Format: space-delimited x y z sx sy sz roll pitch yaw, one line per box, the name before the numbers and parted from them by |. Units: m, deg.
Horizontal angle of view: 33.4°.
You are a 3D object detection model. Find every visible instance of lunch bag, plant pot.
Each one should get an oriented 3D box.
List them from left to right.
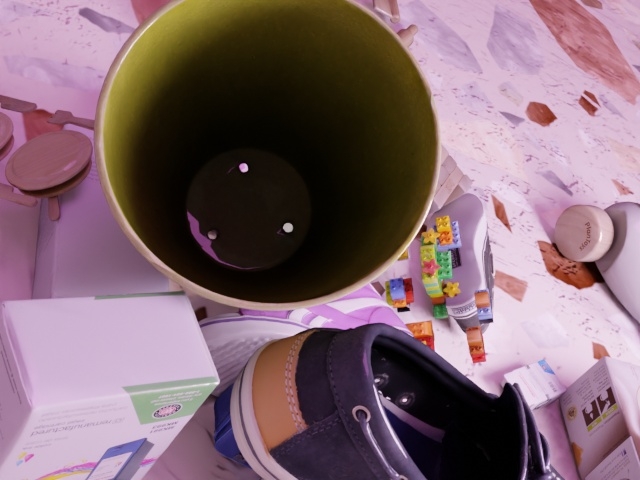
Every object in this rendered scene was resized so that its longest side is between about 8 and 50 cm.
plant pot | -0.060 -0.056 0.979 0.275 0.293 0.274 1 80 -8
lunch bag | -0.057 0.169 0.999 0.067 0.098 0.065 31 26 -25

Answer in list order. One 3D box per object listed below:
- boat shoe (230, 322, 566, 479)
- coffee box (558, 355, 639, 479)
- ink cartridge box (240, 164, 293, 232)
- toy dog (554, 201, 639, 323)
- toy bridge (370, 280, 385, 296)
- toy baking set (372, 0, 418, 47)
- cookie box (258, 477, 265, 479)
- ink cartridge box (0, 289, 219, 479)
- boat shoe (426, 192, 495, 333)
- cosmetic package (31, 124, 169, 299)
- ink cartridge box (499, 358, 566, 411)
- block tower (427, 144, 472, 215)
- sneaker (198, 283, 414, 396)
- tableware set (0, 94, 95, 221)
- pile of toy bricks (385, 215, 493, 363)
boat shoe | 0.144 0.224 0.984 0.500 0.156 0.186 36 40 -30
coffee box | 0.379 0.271 1.217 0.141 0.098 0.246 17 42 -23
ink cartridge box | -0.078 -0.061 1.197 0.209 0.062 0.109 39 64 -4
toy dog | 0.483 0.050 1.467 0.333 0.161 0.220 49 40 15
toy bridge | 0.000 0.000 1.265 0.063 0.026 0.188 -15 62 -43
toy baking set | 0.046 -0.338 1.644 0.197 0.030 0.256 32 38 0
cookie box | -0.025 0.274 0.959 0.092 0.040 0.107 29 39 -12
ink cartridge box | -0.198 0.137 0.832 0.154 0.212 0.093 -2 55 -39
boat shoe | 0.180 0.029 1.343 0.219 0.078 0.070 -82 149 -48
cosmetic package | -0.217 0.000 1.060 0.117 0.085 0.231 16 45 -23
ink cartridge box | 0.249 0.177 1.271 0.083 0.028 0.048 -10 57 -43
block tower | 0.048 -0.163 1.340 0.335 0.091 0.097 51 43 -11
sneaker | -0.040 0.081 1.111 0.282 0.102 0.161 7 40 -41
tableware set | -0.302 -0.079 1.049 0.194 0.039 0.128 16 51 29
pile of toy bricks | 0.127 0.041 1.204 0.118 0.105 0.212 -10 62 11
